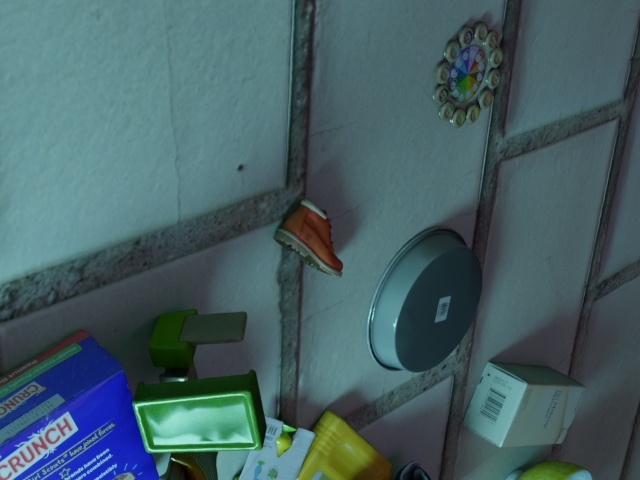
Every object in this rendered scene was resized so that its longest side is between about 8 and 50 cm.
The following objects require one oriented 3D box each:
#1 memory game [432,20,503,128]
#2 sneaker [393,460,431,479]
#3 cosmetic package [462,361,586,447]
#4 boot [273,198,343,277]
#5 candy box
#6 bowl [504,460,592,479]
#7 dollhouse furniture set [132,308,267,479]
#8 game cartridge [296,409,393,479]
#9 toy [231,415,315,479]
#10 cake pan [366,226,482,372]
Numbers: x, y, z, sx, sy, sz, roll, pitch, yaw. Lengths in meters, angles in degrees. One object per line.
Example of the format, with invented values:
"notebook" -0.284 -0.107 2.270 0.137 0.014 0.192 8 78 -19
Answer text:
"memory game" 0.256 -0.282 1.519 0.186 0.012 0.186 -24 126 -37
"sneaker" 0.219 0.530 1.823 0.282 0.099 0.153 7 120 -49
"cosmetic package" 0.471 0.376 2.028 0.309 0.113 0.160 12 102 -48
"boot" 0.000 0.000 1.366 0.158 0.059 0.085 42 73 -48
"candy box" -0.346 0.318 1.117 0.268 0.122 0.317 -31 132 -31
"bowl" 0.534 0.663 2.214 0.289 0.156 0.290 -25 127 -37
"dollhouse furniture set" -0.135 0.266 1.217 0.151 0.198 0.302 -5 120 5
"game cartridge" -0.009 0.502 1.630 0.324 0.052 0.285 -52 139 -11
"toy" -0.108 0.410 1.471 0.137 0.056 0.237 32 81 -46
"cake pan" 0.204 0.120 1.649 0.293 0.054 0.293 -24 126 -38
